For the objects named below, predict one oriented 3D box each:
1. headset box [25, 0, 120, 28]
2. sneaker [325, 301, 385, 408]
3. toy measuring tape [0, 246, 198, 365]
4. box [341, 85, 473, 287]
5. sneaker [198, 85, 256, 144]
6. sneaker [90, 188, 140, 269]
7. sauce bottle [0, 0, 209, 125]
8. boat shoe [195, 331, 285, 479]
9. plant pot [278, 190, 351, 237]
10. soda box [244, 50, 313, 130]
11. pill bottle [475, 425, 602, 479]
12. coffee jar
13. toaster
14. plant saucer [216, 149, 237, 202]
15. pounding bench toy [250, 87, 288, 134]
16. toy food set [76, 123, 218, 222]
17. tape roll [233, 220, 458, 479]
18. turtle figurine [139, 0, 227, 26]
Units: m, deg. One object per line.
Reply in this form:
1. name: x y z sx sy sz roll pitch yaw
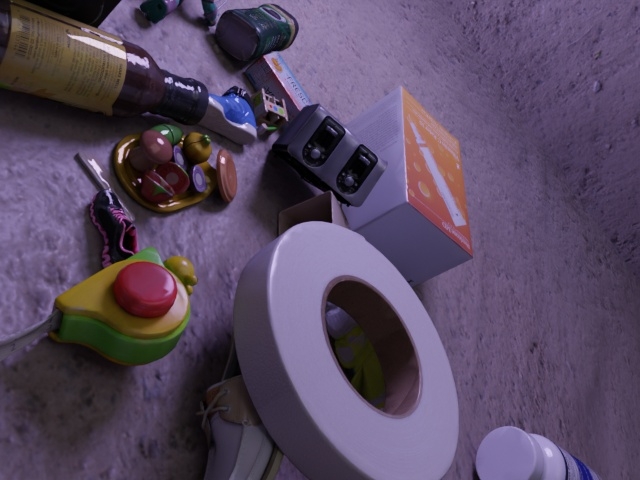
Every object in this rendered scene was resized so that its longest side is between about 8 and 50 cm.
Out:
1. headset box: -0.331 -0.380 0.770 0.218 0.293 0.110 15 54 -46
2. sneaker: 0.076 0.172 1.088 0.126 0.091 0.240 38 35 -58
3. toy measuring tape: -0.239 0.108 0.684 0.121 0.121 0.330 56 40 -5
4. box: 0.175 -0.113 1.334 0.215 0.168 0.345 35 41 -32
5. sneaker: -0.166 -0.229 1.077 0.152 0.058 0.085 25 53 -46
6. sneaker: -0.253 -0.016 0.809 0.047 0.057 0.119 0 64 -50
7. sauce bottle: -0.301 -0.225 0.856 0.344 0.111 0.111 10 57 -49
8. boat shoe: -0.102 0.219 0.793 0.103 0.113 0.302 41 30 -16
9. plant pot: 0.000 0.000 1.088 0.096 0.109 0.109 42 36 -44
10. soda box: -0.065 -0.272 1.242 0.183 0.058 0.063 56 34 -7
11. pill bottle: 0.427 0.466 1.238 0.264 0.153 0.153 36 40 -30
12. coffee jar: -0.118 -0.409 1.251 0.096 0.079 0.184 38 34 7
13. toaster: 0.012 -0.148 1.145 0.168 0.110 0.185 39 -2 -17
14. plant saucer: -0.146 -0.102 1.009 0.083 0.013 0.084 -6 90 -83
15. pounding bench toy: -0.095 -0.221 1.170 0.065 0.052 0.083 17 52 -46
16. toy food set: -0.217 -0.111 0.913 0.128 0.071 0.218 59 34 -1
17. tape roll: 0.049 0.155 0.880 0.392 0.072 0.392 34 38 -32
18. turtle figurine: -0.236 -0.472 1.131 0.175 0.118 0.234 53 40 -9
